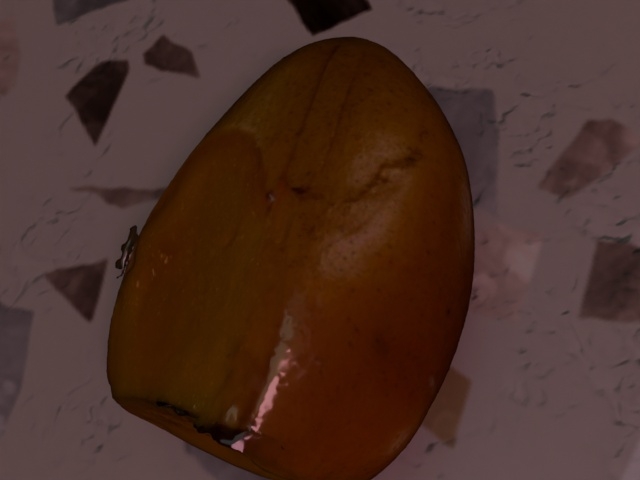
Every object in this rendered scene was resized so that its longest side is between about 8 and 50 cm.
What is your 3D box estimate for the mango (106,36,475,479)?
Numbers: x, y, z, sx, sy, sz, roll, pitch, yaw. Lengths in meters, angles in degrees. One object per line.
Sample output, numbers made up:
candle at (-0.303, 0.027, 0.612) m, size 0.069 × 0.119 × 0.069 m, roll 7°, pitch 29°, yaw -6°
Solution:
mango at (0.000, 0.000, 0.513) m, size 0.187 × 0.138 × 0.257 m, roll 14°, pitch 69°, yaw 35°
